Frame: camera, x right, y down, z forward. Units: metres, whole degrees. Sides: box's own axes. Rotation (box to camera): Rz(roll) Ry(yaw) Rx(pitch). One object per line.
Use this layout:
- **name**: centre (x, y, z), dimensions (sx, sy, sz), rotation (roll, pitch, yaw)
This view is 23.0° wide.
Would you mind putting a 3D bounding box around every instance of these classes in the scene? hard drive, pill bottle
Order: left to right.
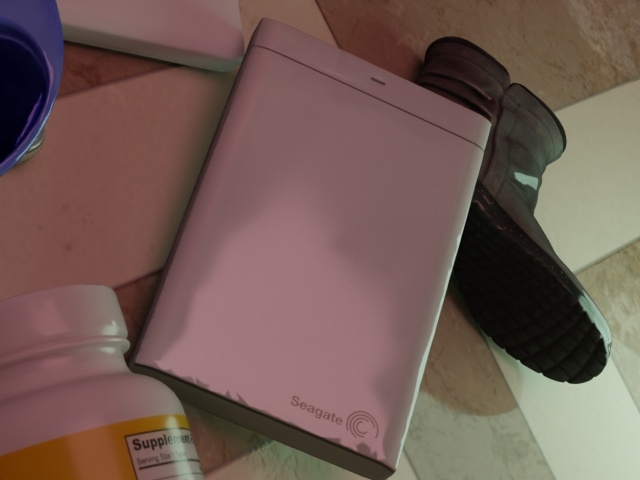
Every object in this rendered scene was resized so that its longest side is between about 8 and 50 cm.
- **hard drive**: centre (-0.211, -0.266, 1.361), dimensions (0.307, 0.040, 0.203), rotation (8, 65, -39)
- **pill bottle**: centre (-0.162, 0.208, 1.066), dimensions (0.188, 0.188, 0.334), rotation (-7, 74, -43)
- **hard drive**: centre (0.000, 0.000, 1.342), dimensions (0.233, 0.047, 0.353), rotation (24, 62, -11)

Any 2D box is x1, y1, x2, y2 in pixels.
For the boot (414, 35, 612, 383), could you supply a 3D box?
- **boot**: centre (0.199, -0.041, 1.552), dimensions (0.338, 0.118, 0.222), rotation (50, 44, -8)

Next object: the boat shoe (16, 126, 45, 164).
- **boat shoe**: centre (-0.294, -0.149, 1.202), dimensions (0.227, 0.081, 0.079), rotation (42, 48, -17)

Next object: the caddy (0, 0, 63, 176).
- **caddy**: centre (-0.342, -0.120, 1.027), dimensions (0.341, 0.179, 0.241), rotation (-13, 83, -28)
